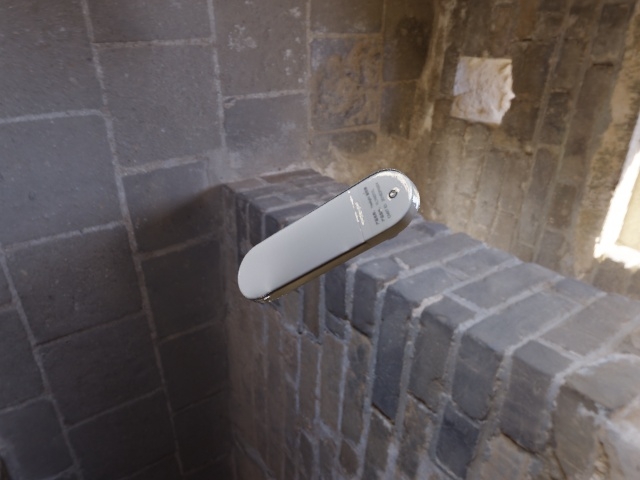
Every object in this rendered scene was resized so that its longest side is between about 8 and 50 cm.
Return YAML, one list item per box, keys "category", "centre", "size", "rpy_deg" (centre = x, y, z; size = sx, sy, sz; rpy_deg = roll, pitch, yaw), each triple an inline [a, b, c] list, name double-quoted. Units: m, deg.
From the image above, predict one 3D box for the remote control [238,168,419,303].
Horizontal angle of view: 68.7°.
- category: "remote control"
  centre: [0.000, 0.000, 0.535]
  size: [0.245, 0.077, 0.022]
  rpy_deg: [-30, 145, 23]
